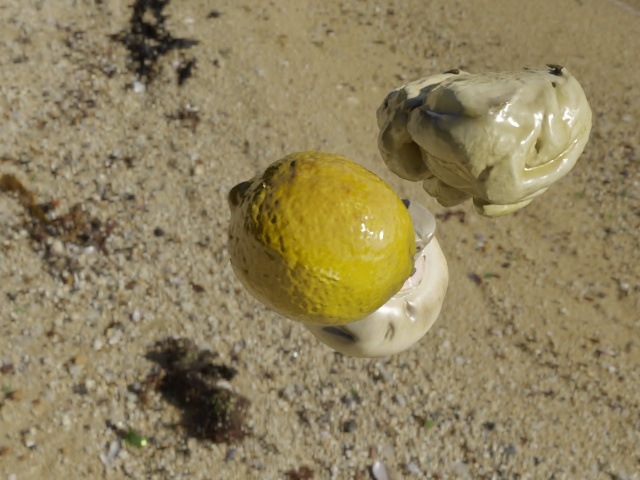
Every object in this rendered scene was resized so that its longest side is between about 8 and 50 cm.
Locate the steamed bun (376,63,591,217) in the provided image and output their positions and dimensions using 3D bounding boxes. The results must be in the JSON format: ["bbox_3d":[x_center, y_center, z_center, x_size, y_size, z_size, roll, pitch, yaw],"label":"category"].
[{"bbox_3d":[0.256,-0.157,1.449,0.324,0.231,0.372,-10,15,-22],"label":"steamed bun"}]

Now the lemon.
[{"bbox_3d":[0.000,0.000,1.023,0.231,0.192,0.192,23,41,-7],"label":"lemon"}]

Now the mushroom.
[{"bbox_3d":[0.086,0.042,1.830,0.353,0.353,0.325,-31,47,-32],"label":"mushroom"}]
